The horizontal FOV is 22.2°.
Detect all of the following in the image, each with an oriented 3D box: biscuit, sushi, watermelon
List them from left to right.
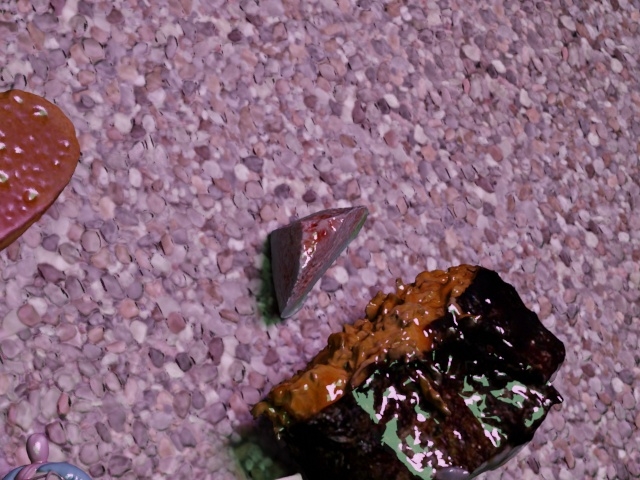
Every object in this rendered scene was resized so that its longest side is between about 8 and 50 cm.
[{"bbox_3d":[-0.378,-0.105,1.537,0.277,0.052,0.262,48,45,-9],"label":"biscuit"},{"bbox_3d":[-0.004,0.003,1.751,0.081,0.094,0.180,47,35,-7],"label":"watermelon"},{"bbox_3d":[0.115,0.144,1.686,0.207,0.234,0.348,56,44,-4],"label":"sushi"}]

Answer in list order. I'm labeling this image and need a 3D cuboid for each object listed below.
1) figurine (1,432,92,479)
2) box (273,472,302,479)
[{"bbox_3d":[-0.276,0.275,1.385,0.205,0.103,0.260,41,36,-17],"label":"figurine"},{"bbox_3d":[-0.061,0.366,1.558,0.164,0.069,0.256,-8,75,-39],"label":"box"}]
